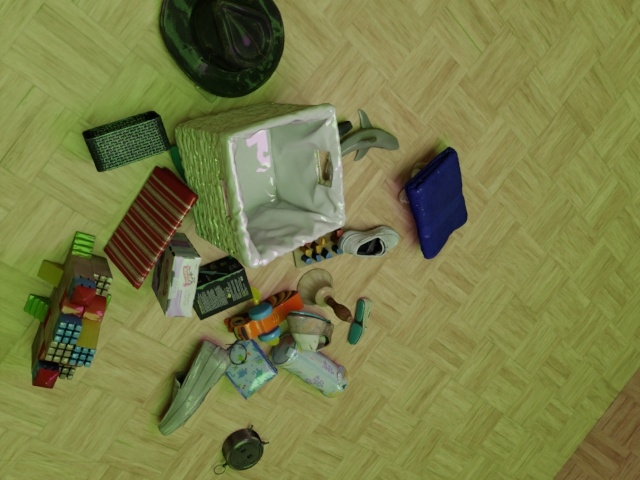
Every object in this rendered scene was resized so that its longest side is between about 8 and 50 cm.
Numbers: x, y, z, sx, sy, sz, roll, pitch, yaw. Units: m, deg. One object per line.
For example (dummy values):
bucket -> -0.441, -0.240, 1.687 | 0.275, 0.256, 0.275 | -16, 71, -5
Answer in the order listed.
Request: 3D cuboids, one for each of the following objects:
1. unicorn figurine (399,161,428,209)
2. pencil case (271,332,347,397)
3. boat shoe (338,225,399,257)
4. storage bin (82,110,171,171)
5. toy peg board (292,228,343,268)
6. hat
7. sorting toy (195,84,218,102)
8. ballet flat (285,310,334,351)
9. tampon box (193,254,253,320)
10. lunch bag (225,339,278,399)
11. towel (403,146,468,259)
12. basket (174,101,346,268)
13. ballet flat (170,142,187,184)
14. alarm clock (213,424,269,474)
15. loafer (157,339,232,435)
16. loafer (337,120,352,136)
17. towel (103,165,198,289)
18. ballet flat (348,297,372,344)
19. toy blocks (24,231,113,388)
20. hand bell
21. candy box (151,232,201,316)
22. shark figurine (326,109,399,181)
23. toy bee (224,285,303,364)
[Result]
unicorn figurine -> 0.306, -0.171, 1.843 | 0.111, 0.060, 0.162 | 5, 92, -22
pencil case -> -0.031, 0.401, 1.851 | 0.273, 0.124, 0.113 | 40, 89, -31
boat shoe -> 0.167, 0.017, 1.792 | 0.258, 0.084, 0.095 | -10, 123, -42
storage bin -> -0.463, -0.239, 1.392 | 0.180, 0.122, 0.084 | -23, 118, -17
toy peg board -> 0.000, 0.000, 1.739 | 0.161, 0.079, 0.161 | -17, 116, -19
hat -> -0.212, -0.505, 1.400 | 0.331, 0.134, 0.332 | -10, 112, -26
sorting toy -> -0.273, -0.402, 1.488 | 0.083, 0.012, 0.062 | -49, 124, -2
ballet flat -> -0.023, 0.276, 1.728 | 0.316, 0.107, 0.106 | 35, 59, -67
tampon box -> -0.289, 0.128, 1.620 | 0.161, 0.120, 0.102 | -22, 117, -17
lunch bag -> -0.223, 0.381, 1.768 | 0.129, 0.096, 0.151 | -40, 92, -8
towel -> 0.365, -0.116, 1.836 | 0.227, 0.076, 0.308 | -45, 138, -23
basket -> -0.147, -0.157, 1.449 | 0.331, 0.266, 0.329 | -26, 120, -37
ballet flat -> -0.321, -0.164, 1.533 | 0.073, 0.080, 0.232 | -46, 129, -37
alarm clock -> -0.265, 0.695, 1.887 | 0.192, 0.064, 0.129 | -37, 121, -5
loafer -> -0.385, 0.433, 1.712 | 0.111, 0.112, 0.319 | 38, 96, 5
loafer -> 0.012, -0.313, 1.636 | 0.170, 0.062, 0.061 | -22, 113, -19
towel -> -0.423, -0.039, 1.451 | 0.031, 0.199, 0.275 | 30, 95, -50
ballet flat -> 0.139, 0.272, 1.927 | 0.052, 0.057, 0.168 | 3, 108, -37
toy blocks -> -0.603, 0.203, 1.411 | 0.190, 0.261, 0.382 | 20, 100, -31
hand bell -> 0.034, 0.186, 1.731 | 0.126, 0.242, 0.126 | -10, 113, -24
candy box -> -0.378, 0.085, 1.514 | 0.070, 0.196, 0.165 | 5, 106, -28
shark figurine -> 0.108, -0.261, 1.674 | 0.278, 0.116, 0.166 | -35, 119, -13
toy bee -> -0.200, 0.229, 1.705 | 0.298, 0.162, 0.195 | -9, 99, -46
